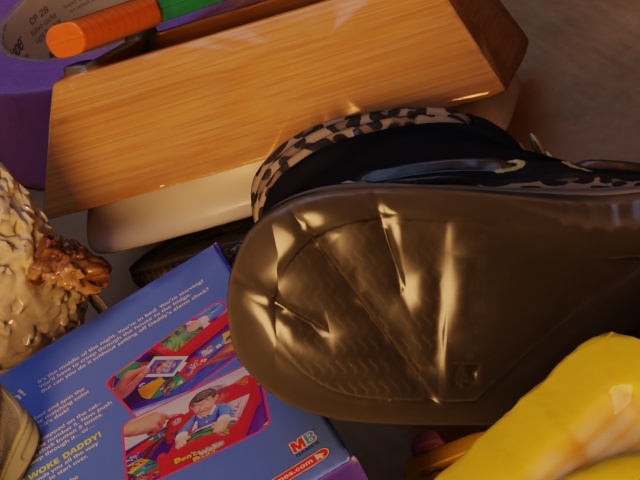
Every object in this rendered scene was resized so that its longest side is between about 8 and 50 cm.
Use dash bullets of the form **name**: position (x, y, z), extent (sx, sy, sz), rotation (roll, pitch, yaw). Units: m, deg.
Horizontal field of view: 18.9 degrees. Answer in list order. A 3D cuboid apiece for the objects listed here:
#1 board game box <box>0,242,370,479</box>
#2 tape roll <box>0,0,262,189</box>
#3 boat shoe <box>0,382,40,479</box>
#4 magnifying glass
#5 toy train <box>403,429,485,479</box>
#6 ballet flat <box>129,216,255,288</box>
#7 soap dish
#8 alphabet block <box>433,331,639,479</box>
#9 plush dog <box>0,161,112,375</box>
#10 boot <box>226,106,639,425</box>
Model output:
- **board game box**: position (-0.151, 0.164, 0.936), extent (0.347, 0.078, 0.233), rotation (-31, 30, -3)
- **tape roll**: position (-0.144, -0.151, 1.479), extent (0.275, 0.090, 0.275), rotation (-16, 30, 9)
- **boat shoe**: position (-0.175, 0.122, 0.892), extent (0.056, 0.048, 0.153), rotation (-13, 34, 27)
- **magnifying glass**: position (-0.103, -0.156, 1.264), extent (0.092, 0.026, 0.231), rotation (-11, 13, 31)
- **toy train**: position (0.076, 0.143, 0.910), extent (0.166, 0.046, 0.125), rotation (-7, 34, 28)
- **ballet flat**: position (0.000, 0.000, 1.185), extent (0.250, 0.058, 0.084), rotation (-16, 18, 16)
- **soap dish**: position (-0.020, -0.098, 1.223), extent (0.291, 0.118, 0.229), rotation (-15, 11, 13)
- **alphabet block**: position (0.130, 0.178, 0.663), extent (0.193, 0.197, 0.192), rotation (-40, 34, -29)
- **plush dog**: position (-0.246, 0.056, 1.062), extent (0.225, 0.262, 0.210), rotation (-42, 39, -17)
- **boot**: position (0.136, 0.016, 0.955), extent (0.377, 0.138, 0.284), rotation (3, 10, -6)
